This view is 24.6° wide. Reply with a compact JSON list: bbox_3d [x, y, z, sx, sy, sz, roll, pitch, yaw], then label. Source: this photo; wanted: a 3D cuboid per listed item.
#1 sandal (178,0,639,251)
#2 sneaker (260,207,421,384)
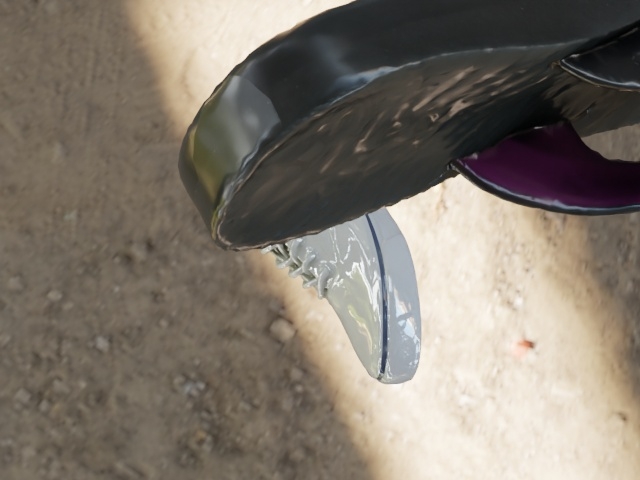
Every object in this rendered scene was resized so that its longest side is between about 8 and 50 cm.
[{"bbox_3d":[0.143,-0.065,0.695,0.107,0.445,0.167,58,148,18],"label":"sandal"},{"bbox_3d":[0.000,0.000,1.067,0.091,0.258,0.094,-7,139,-17],"label":"sneaker"}]
